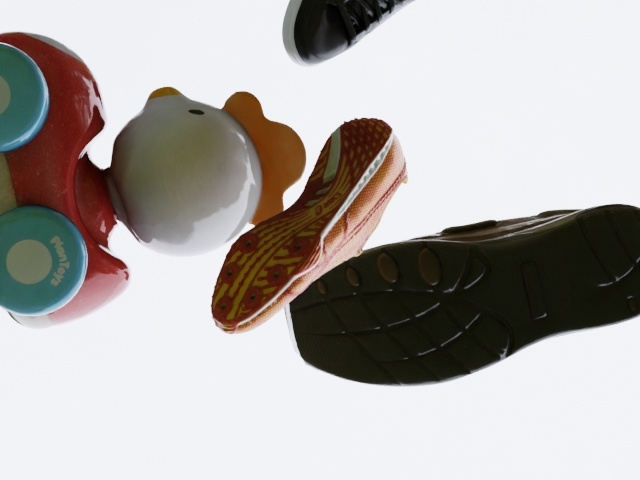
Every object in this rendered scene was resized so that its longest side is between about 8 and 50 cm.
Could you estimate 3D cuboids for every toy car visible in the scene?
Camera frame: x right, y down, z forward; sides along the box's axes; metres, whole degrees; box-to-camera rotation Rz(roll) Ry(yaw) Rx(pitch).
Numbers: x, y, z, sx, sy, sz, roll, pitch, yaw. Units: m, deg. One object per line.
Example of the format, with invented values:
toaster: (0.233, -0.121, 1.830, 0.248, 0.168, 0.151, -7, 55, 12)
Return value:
toy car: (-0.132, -0.060, 1.155, 0.238, 0.219, 0.210, -13, -88, -7)

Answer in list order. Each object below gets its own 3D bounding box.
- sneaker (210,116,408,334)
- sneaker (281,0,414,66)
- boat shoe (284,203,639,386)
sneaker: (0.000, 0.000, 1.027, 0.064, 0.067, 0.175, 26, -116, 41)
sneaker: (0.065, -0.242, 1.515, 0.121, 0.079, 0.217, 7, -134, 46)
boat shoe: (0.131, 0.042, 1.359, 0.324, 0.120, 0.122, -9, -82, -5)
